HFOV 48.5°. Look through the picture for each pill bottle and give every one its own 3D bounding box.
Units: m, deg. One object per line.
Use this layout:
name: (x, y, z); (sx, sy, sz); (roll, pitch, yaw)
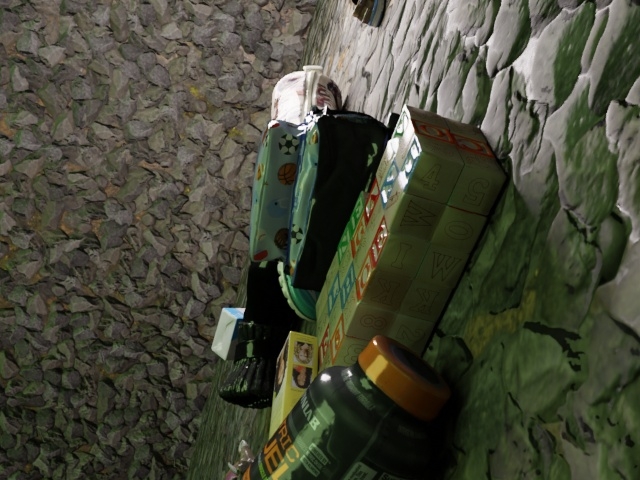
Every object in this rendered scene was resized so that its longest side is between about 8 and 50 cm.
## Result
pill bottle: (0.015, 0.208, 0.660); (0.246, 0.130, 0.130); (-54, 14, 9)

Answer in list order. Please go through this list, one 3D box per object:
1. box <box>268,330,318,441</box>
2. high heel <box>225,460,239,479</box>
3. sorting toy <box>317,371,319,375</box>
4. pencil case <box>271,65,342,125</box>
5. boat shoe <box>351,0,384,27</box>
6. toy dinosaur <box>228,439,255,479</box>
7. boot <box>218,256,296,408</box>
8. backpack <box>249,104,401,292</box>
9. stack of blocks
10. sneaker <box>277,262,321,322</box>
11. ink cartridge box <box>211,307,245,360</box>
box: (-0.044, 0.267, 1.167); (0.232, 0.058, 0.087); (-88, 16, -48)
high heel: (-0.212, 0.603, 1.391); (0.181, 0.127, 0.377); (-83, 13, -54)
sorting toy: (0.025, 0.251, 0.855); (0.275, 0.046, 0.132); (-89, 17, -49)
pencil case: (-0.033, -0.202, 1.468); (0.410, 0.159, 0.184); (-88, 16, -49)
boat shoe: (0.097, -0.514, 1.470); (0.066, 0.066, 0.183); (115, 165, -44)
toy dinosaur: (-0.137, 0.467, 1.167); (0.314, 0.121, 0.160); (-64, -4, -46)
boot: (-0.108, 0.179, 1.407); (0.348, 0.131, 0.260); (102, -176, -61)
backpack: (0.006, -0.066, 1.006); (0.263, 0.213, 0.277); (-74, -2, -76)
stack of blocks: (0.082, 0.013, 0.771); (0.171, 0.087, 0.297); (-93, 20, -60)
sneaker: (0.000, 0.000, 1.197); (0.110, 0.107, 0.275); (-22, 58, 55)
ink cartridge box: (-0.152, 0.214, 1.637); (0.060, 0.180, 0.104); (25, 103, 43)
